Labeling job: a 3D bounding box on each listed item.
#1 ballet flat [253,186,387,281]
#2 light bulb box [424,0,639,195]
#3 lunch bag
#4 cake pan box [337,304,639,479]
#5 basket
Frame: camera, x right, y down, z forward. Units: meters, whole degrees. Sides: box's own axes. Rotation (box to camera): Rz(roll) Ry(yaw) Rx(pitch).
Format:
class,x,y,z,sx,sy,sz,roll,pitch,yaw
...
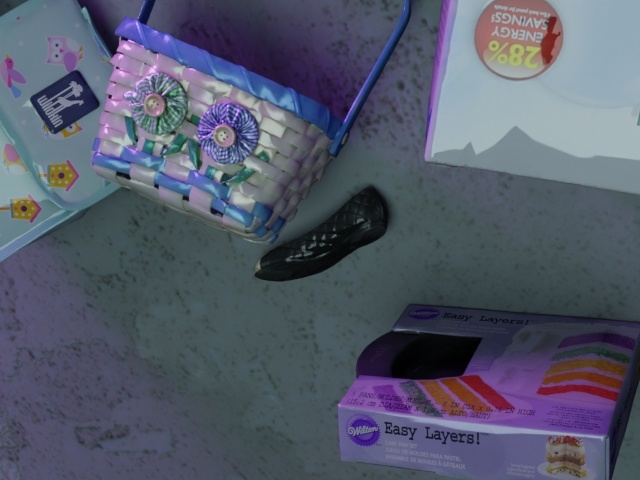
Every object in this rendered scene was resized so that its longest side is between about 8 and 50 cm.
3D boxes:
class,x,y,z,sx,sy,sz,roll,pitch,yaw
ballet flat,0.000,0.000,1.525,0.173,0.057,0.049,-27,61,28
light bulb box,0.283,-0.226,1.141,0.358,0.225,0.361,9,107,4
lunch bag,-0.314,-0.117,1.522,0.262,0.160,0.223,-29,98,17
cake pan box,0.168,0.146,1.405,0.267,0.246,0.070,4,111,21
basket,-0.073,-0.156,1.400,0.254,0.201,0.289,21,84,12
